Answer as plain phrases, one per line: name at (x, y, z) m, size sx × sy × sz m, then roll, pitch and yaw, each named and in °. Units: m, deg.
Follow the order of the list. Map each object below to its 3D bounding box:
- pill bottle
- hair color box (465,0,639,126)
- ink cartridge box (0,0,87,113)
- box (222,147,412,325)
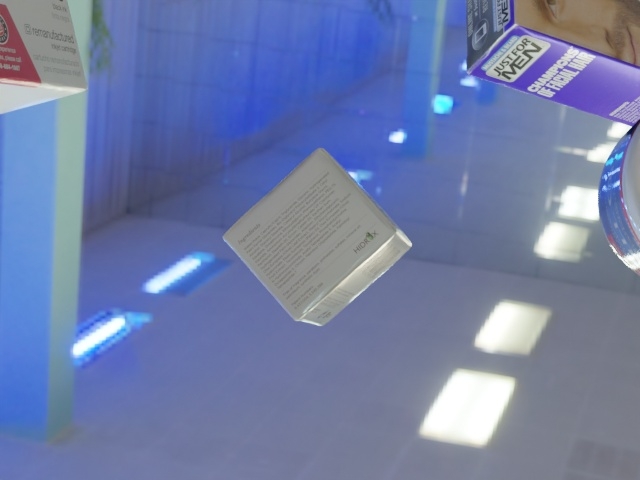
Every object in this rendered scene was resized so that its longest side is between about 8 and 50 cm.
pill bottle at (0.237, -0.028, 0.754) m, size 0.124 × 0.124 × 0.221 m, roll 9°, pitch 178°, yaw 8°
hair color box at (0.331, -0.240, 1.372) m, size 0.339 × 0.185 × 0.110 m, roll 13°, pitch 151°, yaw -20°
ink cartridge box at (-0.268, -0.213, 0.861) m, size 0.100 × 0.237 × 0.172 m, roll -13°, pitch -179°, yaw 14°
box at (0.000, 0.000, 0.914) m, size 0.087 × 0.102 × 0.101 m, roll 49°, pitch -176°, yaw 12°
